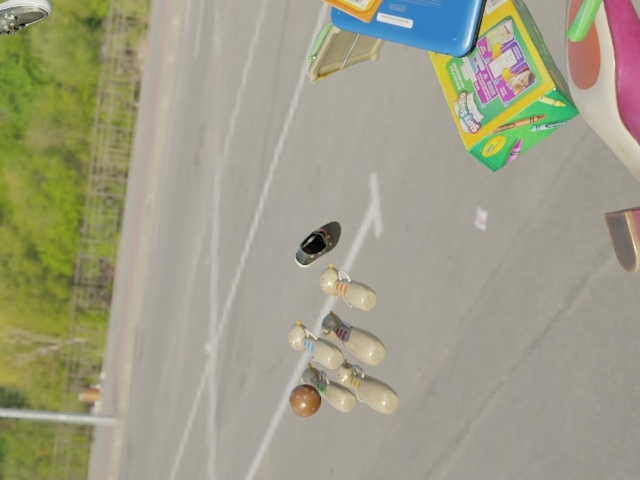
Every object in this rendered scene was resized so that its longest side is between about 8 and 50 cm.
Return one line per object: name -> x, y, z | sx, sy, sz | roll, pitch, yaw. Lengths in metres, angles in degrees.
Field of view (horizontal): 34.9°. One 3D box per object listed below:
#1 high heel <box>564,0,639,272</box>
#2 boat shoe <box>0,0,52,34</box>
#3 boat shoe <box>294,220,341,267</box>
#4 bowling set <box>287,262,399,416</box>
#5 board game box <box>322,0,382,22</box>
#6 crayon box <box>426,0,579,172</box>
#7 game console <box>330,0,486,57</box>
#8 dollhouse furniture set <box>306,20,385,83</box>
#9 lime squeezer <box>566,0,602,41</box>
high heel -> 0.404, -0.158, 1.194 | 0.127, 0.181, 0.377 | -144, 40, -75
boat shoe -> -0.445, -0.310, 1.439 | 0.049, 0.142, 0.040 | 45, -139, -65
boat shoe -> 0.001, 0.001, 1.972 | 0.133, 0.049, 0.042 | -42, -15, -39
bowling set -> 0.001, 0.197, 1.716 | 0.154, 0.200, 0.286 | 26, 135, 50
board game box -> -0.027, -0.558, 1.259 | 0.356, 0.357, 0.356 | -57, 24, 29
crayon box -> 0.279, -0.264, 1.609 | 0.165, 0.081, 0.278 | -36, 46, 25
game console -> 0.191, -0.436, 1.634 | 0.293, 0.173, 0.250 | 23, 109, 39
dollhouse furniture set -> 0.059, -0.466, 1.904 | 0.151, 0.198, 0.301 | 52, 141, 17
lime squeezer -> 0.282, -0.265, 0.829 | 0.310, 0.110, 0.058 | -51, 50, 43
